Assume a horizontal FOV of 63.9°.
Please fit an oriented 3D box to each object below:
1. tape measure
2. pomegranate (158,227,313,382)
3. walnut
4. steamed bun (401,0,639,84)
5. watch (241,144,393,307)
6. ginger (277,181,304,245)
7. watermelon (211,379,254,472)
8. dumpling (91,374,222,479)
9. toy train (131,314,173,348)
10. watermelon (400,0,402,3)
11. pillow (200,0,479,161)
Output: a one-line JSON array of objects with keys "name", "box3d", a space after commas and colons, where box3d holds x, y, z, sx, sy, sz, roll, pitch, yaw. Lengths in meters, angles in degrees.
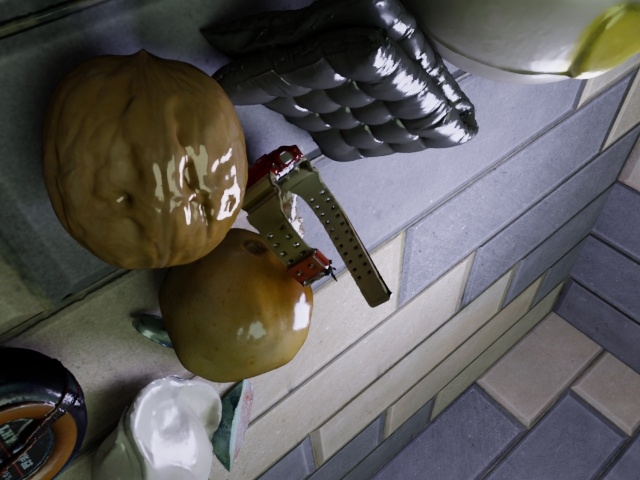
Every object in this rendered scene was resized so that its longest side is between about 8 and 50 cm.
[{"name": "tape measure", "box3d": [-0.405, 0.236, 0.626, 0.223, 0.135, 0.202, -30, 133, -30]}, {"name": "pomegranate", "box3d": [-0.115, 0.089, 0.731, 0.233, 0.233, 0.233, -30, 143, -26]}, {"name": "walnut", "box3d": [-0.172, -0.079, 0.520, 0.195, 0.195, 0.221, -22, 132, -34]}, {"name": "steamed bun", "box3d": [0.254, -0.362, 0.578, 0.374, 0.334, 0.334, -62, 148, -8]}, {"name": "watch", "box3d": [-0.006, -0.004, 0.707, 0.102, 0.268, 0.165, -33, 178, 29]}, {"name": "ginger", "box3d": [-0.056, -0.044, 0.822, 0.057, 0.044, 0.137, -4, 129, -1]}, {"name": "watermelon", "box3d": [-0.183, 0.383, 1.073, 0.094, 0.081, 0.180, 47, 49, -39]}, {"name": "dumpling", "box3d": [-0.273, 0.380, 0.912, 0.260, 0.181, 0.341, -38, 118, -56]}, {"name": "toy train", "box3d": [-0.213, 0.156, 0.837, 0.051, 0.052, 0.234, -49, 147, -5]}, {"name": "watermelon", "box3d": [0.091, -0.290, 0.704, 0.111, 0.078, 0.078, -33, 144, -25]}, {"name": "pillow", "box3d": [0.040, -0.183, 0.638, 0.326, 0.228, 0.101, 12, 79, -57]}]
